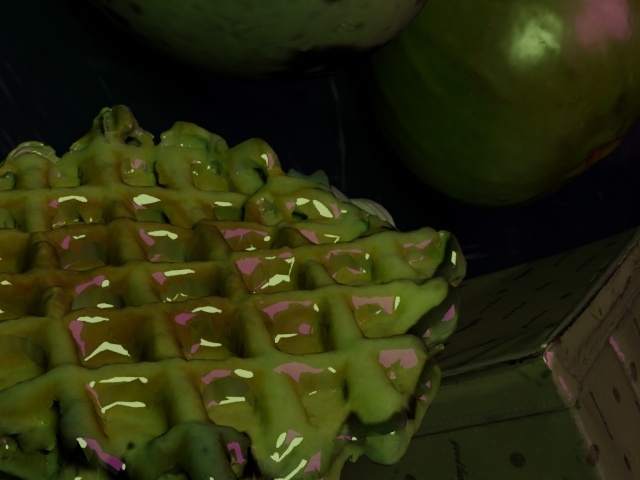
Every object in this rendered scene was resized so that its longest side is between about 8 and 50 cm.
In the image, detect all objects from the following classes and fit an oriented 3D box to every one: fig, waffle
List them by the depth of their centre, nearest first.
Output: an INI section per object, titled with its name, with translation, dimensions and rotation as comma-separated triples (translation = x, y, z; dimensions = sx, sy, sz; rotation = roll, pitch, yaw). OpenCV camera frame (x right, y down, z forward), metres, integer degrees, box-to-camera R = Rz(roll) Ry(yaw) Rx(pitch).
[waffle]
translation = -0.086, 0.035, 0.619
dimensions = 0.297, 0.317, 0.073
rotation = -46, 148, -48
[fig]
translation = 0.162, -0.195, 1.094
dimensions = 0.316, 0.316, 0.316
rotation = 31, 49, -44

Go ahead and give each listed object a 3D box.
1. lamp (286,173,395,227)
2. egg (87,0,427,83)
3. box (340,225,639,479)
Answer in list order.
[lamp]
translation = 0.000, 0.000, 0.900
dimensions = 0.193, 0.106, 0.106
rotation = -9, 81, -64
[egg]
translation = -0.069, -0.280, 0.769
dimensions = 0.379, 0.287, 0.287
rotation = 59, 34, -23
[box]
translation = 0.079, 0.138, 0.764
dimensions = 0.225, 0.297, 0.190
rotation = -35, 106, -57
